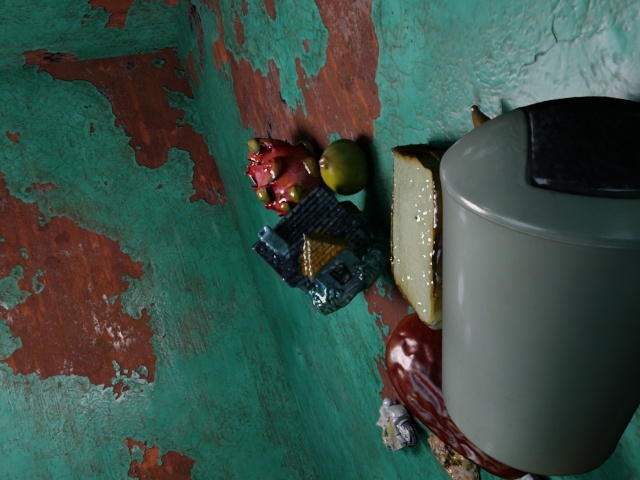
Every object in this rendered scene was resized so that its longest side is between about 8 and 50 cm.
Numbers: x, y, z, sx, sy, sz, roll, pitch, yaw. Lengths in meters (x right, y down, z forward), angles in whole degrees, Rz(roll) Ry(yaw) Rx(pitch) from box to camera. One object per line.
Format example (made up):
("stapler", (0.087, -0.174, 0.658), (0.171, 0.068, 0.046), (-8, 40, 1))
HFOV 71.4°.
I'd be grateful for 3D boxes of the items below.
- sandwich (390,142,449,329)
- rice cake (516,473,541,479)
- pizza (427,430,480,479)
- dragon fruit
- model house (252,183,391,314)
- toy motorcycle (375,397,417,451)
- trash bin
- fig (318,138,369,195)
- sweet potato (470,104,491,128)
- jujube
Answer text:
("sandwich", (0.199, -0.020, 0.804), (0.271, 0.099, 0.301), (-117, 23, -70))
("rice cake", (0.406, 0.472, 0.849), (0.081, 0.051, 0.290), (45, -171, -51))
("pizza", (0.325, 0.509, 1.060), (0.185, 0.052, 0.195), (48, 147, 41))
("dragon fruit", (-0.121, -0.195, 1.365), (0.307, 0.227, 0.243), (9, 87, 34))
("model house", (0.000, 0.000, 1.081), (0.241, 0.261, 0.226), (42, -174, -39))
("toy motorcycle", (0.217, 0.544, 1.314), (0.228, 0.074, 0.151), (111, 140, -59))
("trash bin", (0.282, 0.050, 0.541), (0.280, 0.280, 0.432), (44, 148, 51))
("fig", (0.060, -0.182, 1.116), (0.136, 0.121, 0.153), (39, 164, 47))
("sweet potato", (0.289, -0.078, 0.708), (0.067, 0.059, 0.281), (-108, 8, -78))
("jujube", (0.265, 0.266, 0.816), (0.318, 0.223, 0.223), (45, 146, 30))
